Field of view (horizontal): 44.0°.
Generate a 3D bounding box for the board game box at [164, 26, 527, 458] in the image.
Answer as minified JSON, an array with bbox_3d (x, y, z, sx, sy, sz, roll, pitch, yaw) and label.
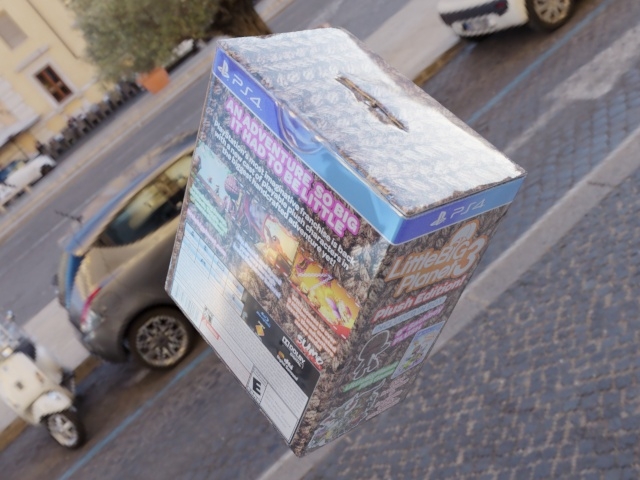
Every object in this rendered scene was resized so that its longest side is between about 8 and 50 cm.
[{"bbox_3d":[0.000,0.000,0.703,0.141,0.232,0.291,-19,-37,-38],"label":"board game box"}]
